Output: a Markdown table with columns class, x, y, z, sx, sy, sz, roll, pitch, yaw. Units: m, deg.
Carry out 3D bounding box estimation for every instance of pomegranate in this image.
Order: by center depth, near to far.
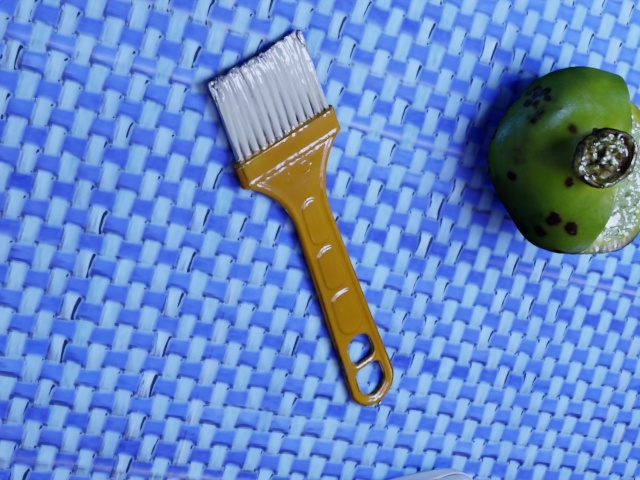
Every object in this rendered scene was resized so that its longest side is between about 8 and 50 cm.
| class | x | y | z | sx | sy | sz | roll | pitch | yaw |
| --- | --- | --- | --- | --- | --- | --- | --- | --- | --- |
| pomegranate | 0.185 | -0.060 | 1.293 | 0.169 | 0.122 | 0.143 | -4 | 107 | -70 |

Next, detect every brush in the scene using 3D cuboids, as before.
| class | x | y | z | sx | sy | sz | roll | pitch | yaw |
| --- | --- | --- | --- | --- | --- | --- | --- | --- | --- |
| brush | 0.000 | 0.000 | 1.261 | 0.090 | 0.017 | 0.314 | -33 | 123 | -21 |

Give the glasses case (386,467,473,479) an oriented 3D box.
| class | x | y | z | sx | sy | sz | roll | pitch | yaw |
| --- | --- | --- | --- | --- | --- | --- | --- | --- | --- |
| glasses case | 0.032 | 0.242 | 1.342 | 0.233 | 0.059 | 0.092 | -11 | 111 | -32 |
